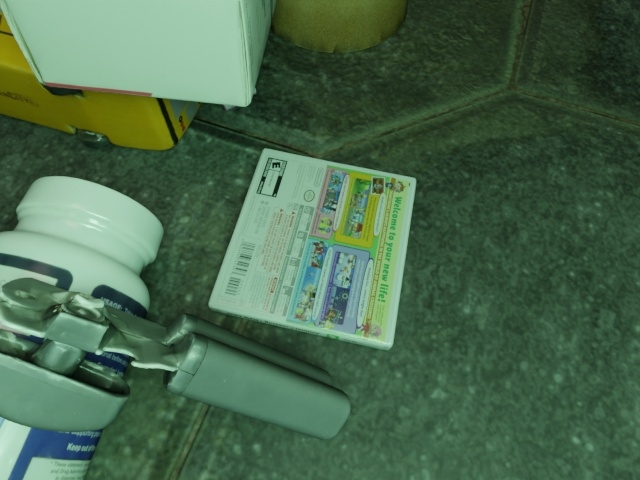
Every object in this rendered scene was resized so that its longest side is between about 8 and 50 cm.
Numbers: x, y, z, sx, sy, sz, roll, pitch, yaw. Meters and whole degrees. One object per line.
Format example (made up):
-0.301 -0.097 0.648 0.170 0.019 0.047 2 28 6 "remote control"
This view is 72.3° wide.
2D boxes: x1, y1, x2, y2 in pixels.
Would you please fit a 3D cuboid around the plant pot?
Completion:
0.026 -0.439 0.589 0.238 0.254 0.236 1 63 -2 "plant pot"

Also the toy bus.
-0.331 -0.212 0.542 0.333 0.108 0.130 16 64 6 "toy bus"

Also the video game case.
0.000 0.000 0.497 0.194 0.023 0.212 12 63 4 "video game case"

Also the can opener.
-0.108 0.111 0.340 0.284 0.076 0.095 31 89 -28 "can opener"

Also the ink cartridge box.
-0.158 -0.282 0.466 0.208 0.117 0.282 5 53 -1 "ink cartridge box"

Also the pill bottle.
-0.240 0.086 0.373 0.153 0.153 0.264 11 63 3 "pill bottle"

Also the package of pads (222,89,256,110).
-0.132 -0.219 0.595 0.050 0.032 0.083 -36 70 -19 "package of pads"
